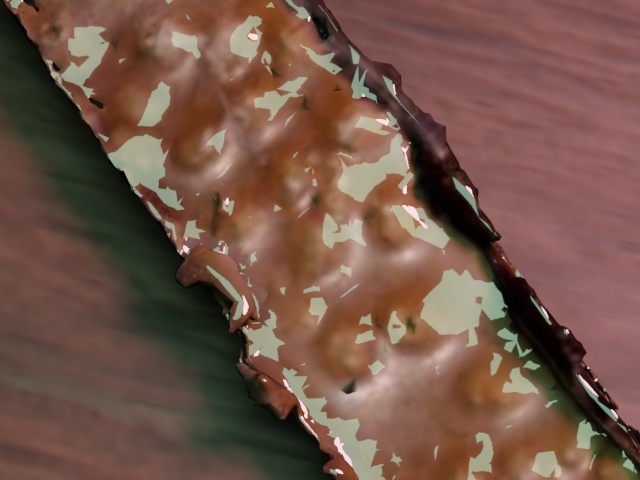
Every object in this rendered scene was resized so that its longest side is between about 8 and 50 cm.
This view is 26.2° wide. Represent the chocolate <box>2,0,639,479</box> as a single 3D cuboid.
[{"bbox_3d":[0.003,-0.001,0.463,0.102,0.065,0.329,-35,77,-1],"label":"chocolate"}]
